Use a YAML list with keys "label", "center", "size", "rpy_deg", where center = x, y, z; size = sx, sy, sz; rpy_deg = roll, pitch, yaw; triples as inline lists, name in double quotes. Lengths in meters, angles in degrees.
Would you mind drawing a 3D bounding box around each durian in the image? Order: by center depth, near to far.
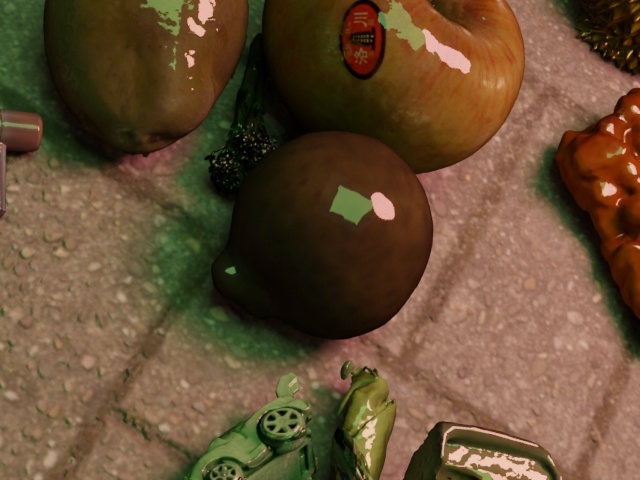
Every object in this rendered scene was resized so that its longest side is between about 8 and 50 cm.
- label: "durian"
  center: [0.398, -0.307, 1.569]
  size: [0.200, 0.176, 0.237]
  rpy_deg: [34, 64, 21]

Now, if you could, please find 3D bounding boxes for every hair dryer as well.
- label: "hair dryer"
  center: [-0.278, -0.062, 1.217]
  size: [0.063, 0.037, 0.114]
  rpy_deg: [5, 69, -23]

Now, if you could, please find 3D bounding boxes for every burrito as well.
- label: "burrito"
  center: [0.025, 0.223, 1.148]
  size: [0.054, 0.104, 0.288]
  rpy_deg: [8, 58, 3]

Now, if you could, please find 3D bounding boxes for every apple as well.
- label: "apple"
  center: [0.068, -0.184, 1.327]
  size: [0.261, 0.194, 0.261]
  rpy_deg: [23, 46, -27]

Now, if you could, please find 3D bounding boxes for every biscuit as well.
- label: "biscuit"
  center: [0.422, -0.030, 1.459]
  size: [0.318, 0.110, 0.312]
  rpy_deg: [-15, 71, -30]

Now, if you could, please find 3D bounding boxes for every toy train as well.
- label: "toy train"
  center: [-0.054, 0.185, 1.150]
  size: [0.149, 0.099, 0.081]
  rpy_deg: [-31, 45, -26]

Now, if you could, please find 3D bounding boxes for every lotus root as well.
- label: "lotus root"
  center: [0.127, 0.279, 1.144]
  size: [0.119, 0.138, 0.235]
  rpy_deg: [16, 57, -21]

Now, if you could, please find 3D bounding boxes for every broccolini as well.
- label: "broccolini"
  center: [-0.058, -0.125, 1.337]
  size: [0.058, 0.074, 0.201]
  rpy_deg: [53, 34, -33]

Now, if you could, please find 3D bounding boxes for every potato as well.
- label: "potato"
  center: [-0.159, -0.194, 1.269]
  size: [0.178, 0.160, 0.235]
  rpy_deg: [-5, 75, 16]

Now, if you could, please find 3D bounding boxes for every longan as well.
- label: "longan"
  center: [0.000, 0.000, 1.230]
  size: [0.204, 0.159, 0.185]
  rpy_deg: [-22, 93, -8]
